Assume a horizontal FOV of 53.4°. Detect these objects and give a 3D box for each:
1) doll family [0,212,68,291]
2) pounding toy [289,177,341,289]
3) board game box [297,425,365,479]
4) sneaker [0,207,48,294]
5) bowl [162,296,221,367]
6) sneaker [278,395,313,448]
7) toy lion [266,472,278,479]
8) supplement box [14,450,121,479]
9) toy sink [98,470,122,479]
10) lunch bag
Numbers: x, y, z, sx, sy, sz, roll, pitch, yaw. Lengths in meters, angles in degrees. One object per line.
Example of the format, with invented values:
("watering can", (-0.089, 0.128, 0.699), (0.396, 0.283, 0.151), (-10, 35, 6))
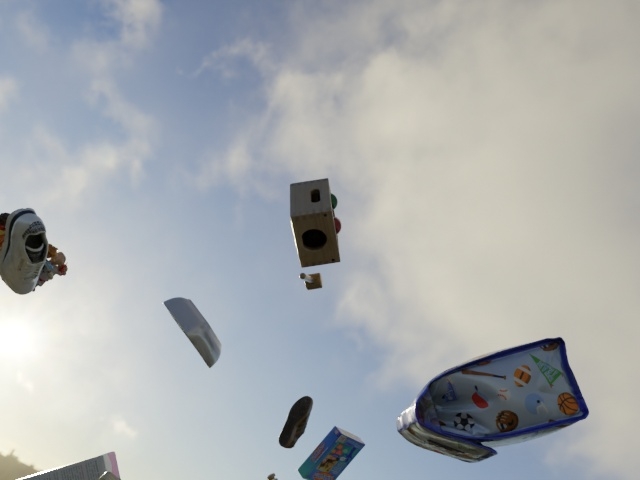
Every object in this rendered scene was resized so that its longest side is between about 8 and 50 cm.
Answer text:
("doll family", (-0.769, 0.043, 1.637), (0.163, 0.118, 0.263), (-37, -56, 11))
("pounding toy", (0.001, 0.010, 1.287), (0.094, 0.181, 0.205), (-9, -55, 3))
("board game box", (0.041, 0.775, 2.277), (0.160, 0.210, 0.047), (40, 1, -42))
("sneaker", (-0.673, 0.043, 1.458), (0.095, 0.090, 0.235), (36, -53, 25))
("bowl", (-0.264, 0.189, 1.353), (0.142, 0.053, 0.142), (43, -20, 40))
("sneaker", (-0.076, 0.619, 2.170), (0.066, 0.188, 0.071), (25, -11, 38))
("toy lion", (-0.153, 0.643, 1.647), (0.034, 0.096, 0.100), (66, -14, 3))
("supplement box", (-0.575, 0.566, 1.442), (0.220, 0.113, 0.111), (-17, -13, -6))
("toy sink", (-0.377, 0.503, 1.093), (0.131, 0.234, 0.152), (42, -53, 4))
("lunch bag", (0.387, 0.404, 1.543), (0.386, 0.238, 0.327), (-11, -22, -6))
